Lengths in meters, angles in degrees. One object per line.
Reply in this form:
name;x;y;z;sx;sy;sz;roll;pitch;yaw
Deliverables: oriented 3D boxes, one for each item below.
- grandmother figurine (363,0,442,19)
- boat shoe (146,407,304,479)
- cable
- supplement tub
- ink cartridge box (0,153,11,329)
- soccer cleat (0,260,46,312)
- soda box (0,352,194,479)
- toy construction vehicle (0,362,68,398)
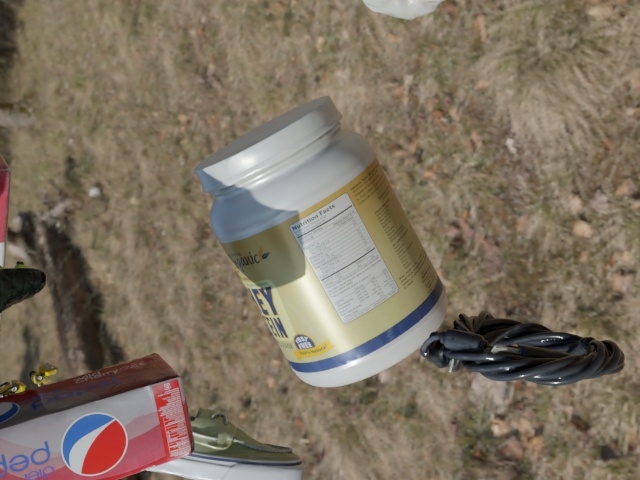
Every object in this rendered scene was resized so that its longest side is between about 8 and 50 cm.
grandmother figurine;0.096;-0.243;0.568;0.104;0.207;0.342;-64;6;-20
boat shoe;-0.168;0.283;1.298;0.109;0.302;0.094;129;151;-81
cable;0.180;0.087;0.778;0.150;0.184;0.047;2;89;35
supplement tub;0.000;0.000;1.174;0.228;0.316;0.228;-27;12;7
ink cartridge box;-0.507;0.049;1.172;0.279;0.160;0.385;37;122;54
soccer cleat;-0.309;0.068;0.776;0.060;0.178;0.072;-38;74;47
soda box;-0.256;0.186;0.851;0.092;0.263;0.084;-162;61;-65
toy construction vehicle;-0.421;0.224;1.365;0.085;0.098;0.035;14;123;38
